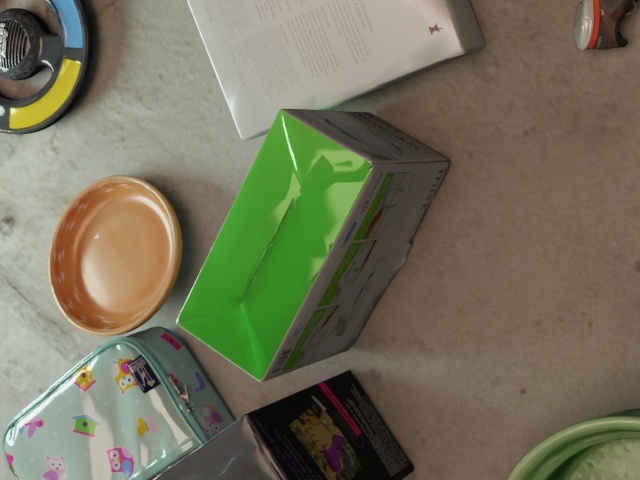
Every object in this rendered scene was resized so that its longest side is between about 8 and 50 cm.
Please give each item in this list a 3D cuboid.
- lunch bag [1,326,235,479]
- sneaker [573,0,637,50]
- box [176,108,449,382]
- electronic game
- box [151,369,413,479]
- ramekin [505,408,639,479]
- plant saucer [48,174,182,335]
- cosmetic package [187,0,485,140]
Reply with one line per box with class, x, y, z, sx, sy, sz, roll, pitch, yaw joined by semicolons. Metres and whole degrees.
lunch bag;-0.243;0.254;1.679;0.279;0.108;0.224;-37;79;23
sneaker;0.304;-0.273;1.415;0.064;0.061;0.158;7;99;-3
box;0.000;0.000;1.474;0.126;0.231;0.262;33;108;19
electronic game;-0.387;-0.249;1.734;0.229;0.048;0.229;3;96;25
box;-0.040;0.261;1.495;0.165;0.270;0.143;-38;78;24
ramekin;0.334;0.316;1.392;0.303;0.148;0.303;2;96;25
plant saucer;-0.248;0.020;1.678;0.200;0.037;0.200;-7;76;30
cosmetic package;-0.020;-0.335;1.504;0.284;0.097;0.377;-19;95;27
